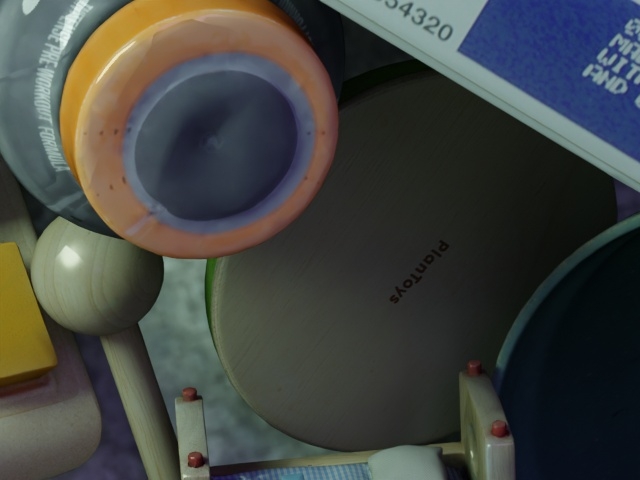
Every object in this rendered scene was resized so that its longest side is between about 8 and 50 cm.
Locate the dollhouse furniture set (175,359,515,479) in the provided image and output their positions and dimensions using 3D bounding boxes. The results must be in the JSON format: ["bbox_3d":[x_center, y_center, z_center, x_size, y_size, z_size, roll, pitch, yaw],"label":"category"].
[{"bbox_3d":[0.018,0.146,0.708,0.129,0.183,0.129,-6,114,-4],"label":"dollhouse furniture set"}]

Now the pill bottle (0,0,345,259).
[{"bbox_3d":[-0.069,-0.083,0.702,0.130,0.245,0.130,-8,117,-15],"label":"pill bottle"}]

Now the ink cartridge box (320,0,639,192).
[{"bbox_3d":[0.070,-0.153,0.715,0.324,0.071,0.330,30,30,1],"label":"ink cartridge box"}]

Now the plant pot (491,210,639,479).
[{"bbox_3d":[0.241,0.083,0.787,0.293,0.293,0.196,50,42,6],"label":"plant pot"}]

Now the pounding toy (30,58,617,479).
[{"bbox_3d":[0.000,0.000,0.821,0.237,0.183,0.110,-26,36,-7],"label":"pounding toy"}]

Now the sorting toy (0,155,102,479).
[{"bbox_3d":[-0.189,0.008,0.740,0.193,0.038,0.208,-13,81,-41],"label":"sorting toy"}]
